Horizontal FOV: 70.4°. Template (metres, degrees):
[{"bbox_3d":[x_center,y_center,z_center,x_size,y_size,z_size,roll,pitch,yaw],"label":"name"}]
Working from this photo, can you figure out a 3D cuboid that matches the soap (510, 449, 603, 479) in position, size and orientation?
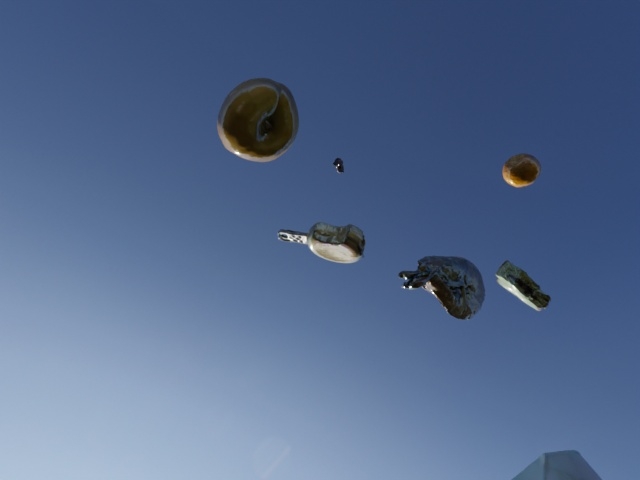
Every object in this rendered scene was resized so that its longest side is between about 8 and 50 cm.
[{"bbox_3d":[0.264,0.340,0.391,0.172,0.290,0.095,13,-61,-32],"label":"soap"}]

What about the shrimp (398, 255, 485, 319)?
[{"bbox_3d":[0.420,0.152,1.524,0.445,0.221,0.109,11,-19,-39],"label":"shrimp"}]

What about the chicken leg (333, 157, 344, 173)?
[{"bbox_3d":[0.052,-0.219,1.312,0.021,0.083,0.036,7,-101,19],"label":"chicken leg"}]

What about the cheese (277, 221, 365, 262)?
[{"bbox_3d":[0.000,0.000,1.429,0.286,0.082,0.163,8,-32,14],"label":"cheese"}]

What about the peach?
[{"bbox_3d":[-0.177,-0.351,1.332,0.251,0.153,0.251,-23,-51,-32],"label":"peach"}]

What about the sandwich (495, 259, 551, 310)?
[{"bbox_3d":[0.374,0.086,0.837,0.105,0.093,0.036,42,-87,26],"label":"sandwich"}]

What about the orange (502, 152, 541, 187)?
[{"bbox_3d":[0.472,-0.164,1.063,0.083,0.083,0.070,-28,-63,20],"label":"orange"}]
